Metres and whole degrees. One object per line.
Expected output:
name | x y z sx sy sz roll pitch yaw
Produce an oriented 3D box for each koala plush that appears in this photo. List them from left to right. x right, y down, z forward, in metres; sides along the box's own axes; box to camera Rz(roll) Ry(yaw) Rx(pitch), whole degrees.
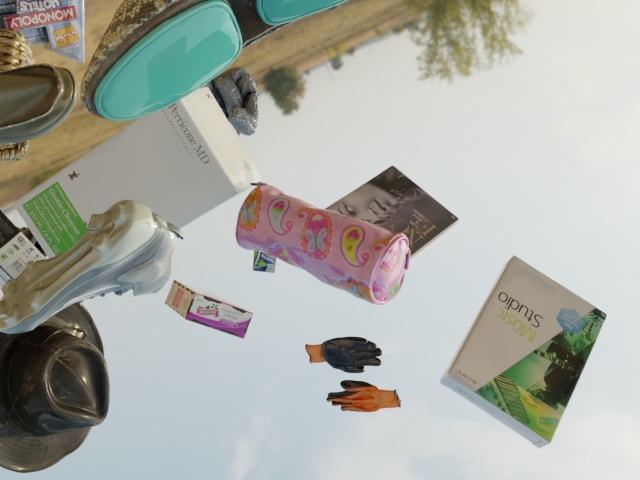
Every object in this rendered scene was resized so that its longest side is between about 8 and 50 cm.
koala plush | -0.290 -0.366 1.872 0.221 0.203 0.196 9 166 -27

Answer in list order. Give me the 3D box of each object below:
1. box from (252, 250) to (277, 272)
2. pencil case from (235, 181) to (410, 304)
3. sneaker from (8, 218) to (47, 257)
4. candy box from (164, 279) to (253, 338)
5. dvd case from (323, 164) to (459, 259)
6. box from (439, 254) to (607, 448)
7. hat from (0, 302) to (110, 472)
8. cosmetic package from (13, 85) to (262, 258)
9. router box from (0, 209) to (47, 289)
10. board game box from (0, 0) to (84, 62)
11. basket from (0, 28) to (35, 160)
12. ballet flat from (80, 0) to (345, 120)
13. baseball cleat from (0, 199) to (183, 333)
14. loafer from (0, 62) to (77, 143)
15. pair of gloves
box | -0.120 -0.015 1.657 0.054 0.169 0.059 7 -167 0
pencil case | 0.000 0.000 1.144 0.284 0.124 0.124 22 -140 31
sneaker | -0.563 -0.008 1.380 0.132 0.086 0.229 -32 -134 -6
candy box | -0.282 0.168 1.817 0.233 0.159 0.071 10 -101 65
dvd case | 0.112 -0.034 1.267 0.221 0.164 0.018 -35 156 -32
box | 0.413 0.215 1.467 0.322 0.232 0.058 -55 174 -26
hat | -0.448 0.252 1.277 0.134 0.331 0.331 3 -156 26
cosmetic package | -0.312 -0.088 1.265 0.365 0.197 0.155 -31 -173 18
router box | -0.395 -0.012 0.844 0.046 0.179 0.133 -48 -160 -27
board game box | -0.517 -0.416 1.348 0.194 0.194 0.060 -22 -150 -29
basket | -0.650 -0.237 1.243 0.299 0.223 0.213 1 178 -17
ballet flat | -0.124 -0.338 0.987 0.483 0.182 0.164 -31 157 -6
baseball cleat | -0.221 0.043 0.707 0.206 0.109 0.072 -31 -131 22
loafer | -0.455 -0.178 0.989 0.251 0.094 0.087 -19 169 1
pair of gloves | 0.030 0.122 0.657 0.074 0.083 0.010 -8 -155 27
